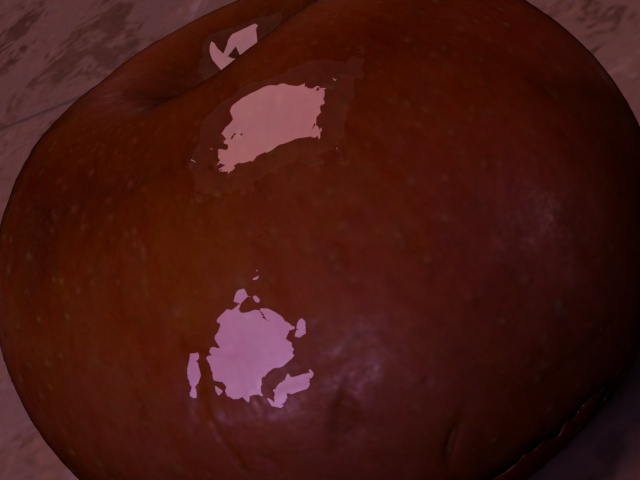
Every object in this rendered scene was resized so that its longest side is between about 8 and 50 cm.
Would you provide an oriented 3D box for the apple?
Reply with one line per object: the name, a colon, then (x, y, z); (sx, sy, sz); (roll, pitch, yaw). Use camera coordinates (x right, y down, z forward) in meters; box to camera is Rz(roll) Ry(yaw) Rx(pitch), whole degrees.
apple: (0.000, 0.000, 0.789); (0.272, 0.206, 0.251); (-13, 34, 34)
